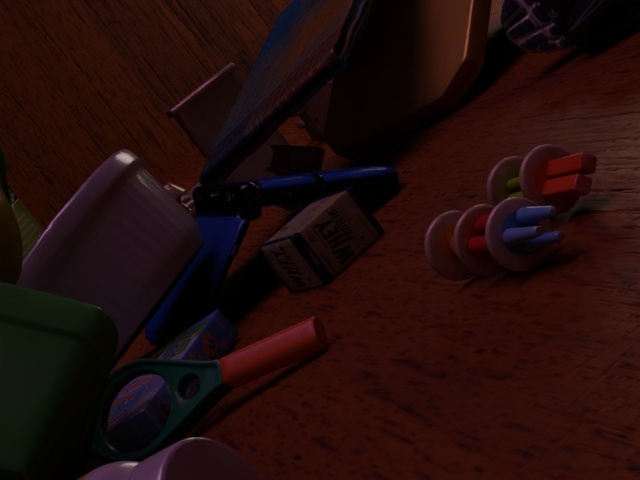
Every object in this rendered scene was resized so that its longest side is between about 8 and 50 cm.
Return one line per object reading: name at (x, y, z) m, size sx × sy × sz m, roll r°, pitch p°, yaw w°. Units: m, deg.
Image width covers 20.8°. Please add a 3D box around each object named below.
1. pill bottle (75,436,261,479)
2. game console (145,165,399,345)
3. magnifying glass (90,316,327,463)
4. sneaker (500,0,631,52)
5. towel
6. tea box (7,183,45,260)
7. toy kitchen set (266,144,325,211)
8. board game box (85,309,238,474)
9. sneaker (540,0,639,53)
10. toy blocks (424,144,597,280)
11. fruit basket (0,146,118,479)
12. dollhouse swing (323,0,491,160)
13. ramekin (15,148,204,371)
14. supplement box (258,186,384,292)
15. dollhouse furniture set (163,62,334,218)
pill bottle at (-0.129, 0.198, 0.999) m, size 0.208 × 0.119 × 0.119 m, roll -32°, pitch 11°, yaw 30°
game console at (-0.061, 0.018, 1.901) m, size 0.250 × 0.173 × 0.293 m, roll -7°, pitch 3°, yaw -14°
magnifying glass at (-0.098, 0.120, 1.448) m, size 0.231 × 0.026 × 0.092 m, roll -26°, pitch 55°, yaw 21°
sneaker at (0.315, -0.280, 1.837) m, size 0.275 × 0.107 × 0.110 m, roll -33°, pitch -10°, yaw -3°
towel at (-0.013, -0.239, 2.106) m, size 0.271 × 0.040 × 0.370 m, roll -41°, pitch 18°, yaw 36°
tea box at (-0.507, 0.100, 2.214) m, size 0.329 × 0.323 × 0.220 m, roll -33°, pitch 11°, yaw 20°
toy kitchen set at (-0.015, -0.071, 2.108) m, size 0.075 × 0.083 × 0.068 m, roll 4°, pitch 79°, yaw 39°
board game box at (-0.175, 0.156, 1.612) m, size 0.160 × 0.039 × 0.211 m, roll -32°, pitch 11°, yaw 25°
sneaker at (0.333, -0.289, 1.709) m, size 0.267 × 0.106 × 0.101 m, roll -35°, pitch -15°, yaw 27°
toy blocks at (0.152, -0.024, 1.245) m, size 0.123 × 0.054 × 0.148 m, roll -41°, pitch 10°, yaw -20°
fruit basket at (-0.354, 0.082, 1.432) m, size 0.392 × 0.392 × 0.283 m, roll -50°, pitch -18°, yaw -53°
dollhouse swing at (0.197, -0.258, 2.191) m, size 0.315 × 0.305 × 0.347 m, roll 7°, pitch -20°, yaw -34°
ramekin at (-0.230, 0.048, 1.774) m, size 0.273 × 0.127 × 0.273 m, roll -54°, pitch 2°, yaw 3°
supplement box at (0.000, 0.000, 1.671) m, size 0.083 × 0.056 × 0.083 m, roll -42°, pitch 10°, yaw -25°
dollhouse furniture set at (-0.152, -0.159, 2.632) m, size 0.303 × 0.174 × 0.355 m, roll -39°, pitch 10°, yaw -13°
